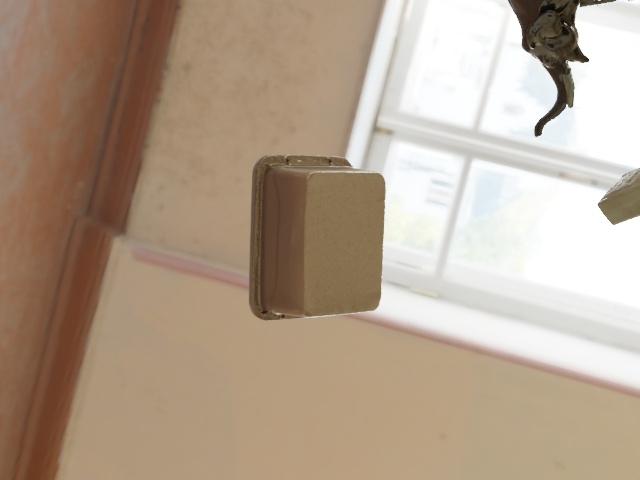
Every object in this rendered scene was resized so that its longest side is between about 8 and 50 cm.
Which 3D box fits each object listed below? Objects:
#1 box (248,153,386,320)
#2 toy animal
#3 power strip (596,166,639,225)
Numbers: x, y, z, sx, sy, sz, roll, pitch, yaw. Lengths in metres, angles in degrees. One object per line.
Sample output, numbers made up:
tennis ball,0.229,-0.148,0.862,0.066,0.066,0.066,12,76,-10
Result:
box,0.000,0.000,0.723,0.089,0.062,0.122,-1,97,-35
toy animal,0.271,-0.259,1.092,0.082,0.137,0.269,-29,105,-67
power strip,0.423,-0.072,1.252,0.075,0.042,0.175,-42,-174,-30
